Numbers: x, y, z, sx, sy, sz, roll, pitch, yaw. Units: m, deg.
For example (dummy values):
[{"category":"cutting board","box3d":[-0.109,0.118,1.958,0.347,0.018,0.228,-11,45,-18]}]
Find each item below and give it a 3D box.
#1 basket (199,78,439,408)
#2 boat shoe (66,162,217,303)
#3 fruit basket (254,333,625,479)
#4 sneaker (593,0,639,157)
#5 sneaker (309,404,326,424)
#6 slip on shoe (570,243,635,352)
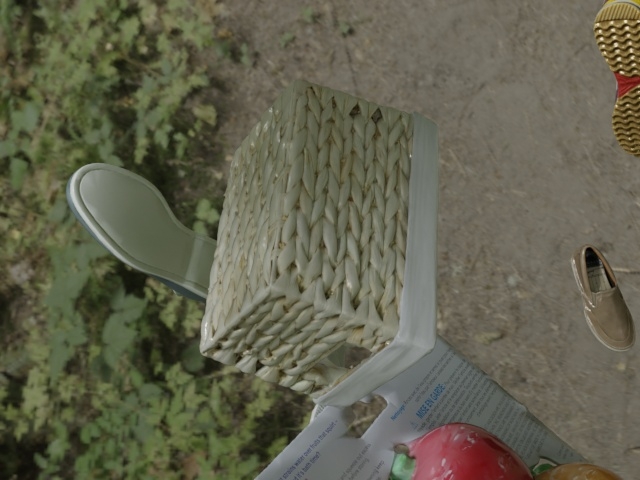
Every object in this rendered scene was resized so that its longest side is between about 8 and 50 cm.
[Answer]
[{"category":"basket","box3d":[0.000,0.000,0.575,0.113,0.103,0.167,-43,34,49]},{"category":"boat shoe","box3d":[-0.246,0.000,1.315,0.099,0.319,0.116,-4,62,37]},{"category":"fruit basket","box3d":[0.143,0.235,0.698,0.353,0.327,0.165,36,118,11]},{"category":"sneaker","box3d":[0.319,-0.168,0.923,0.069,0.185,0.084,4,44,34]},{"category":"sneaker","box3d":[-0.004,0.317,1.505,0.070,0.051,0.134,161,114,-66]},{"category":"slip on shoe","box3d":[0.339,0.067,1.128,0.051,0.041,0.135,-14,75,-2]}]
